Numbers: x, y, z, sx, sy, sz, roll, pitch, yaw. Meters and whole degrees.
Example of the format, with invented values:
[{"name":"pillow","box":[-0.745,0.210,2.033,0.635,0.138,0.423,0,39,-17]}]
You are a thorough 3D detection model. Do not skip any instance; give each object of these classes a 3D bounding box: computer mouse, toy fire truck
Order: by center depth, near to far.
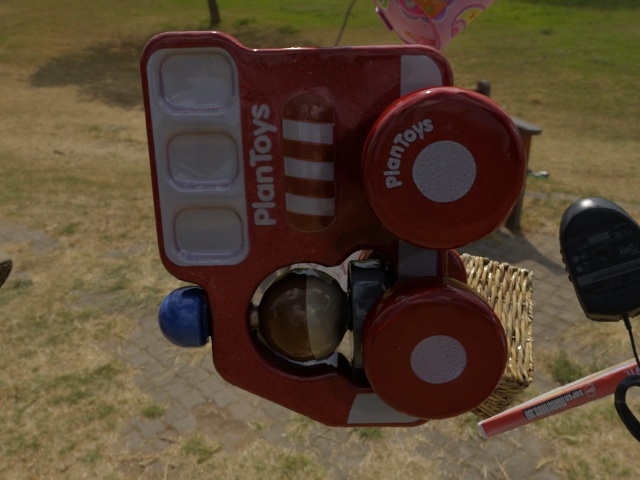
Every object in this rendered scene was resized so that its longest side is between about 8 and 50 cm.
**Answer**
[{"name":"toy fire truck","box":[0.000,0.000,0.449,0.254,0.302,0.169,0,17,2]},{"name":"computer mouse","box":[0.270,0.077,0.513,0.071,0.242,0.041,-18,0,21]}]

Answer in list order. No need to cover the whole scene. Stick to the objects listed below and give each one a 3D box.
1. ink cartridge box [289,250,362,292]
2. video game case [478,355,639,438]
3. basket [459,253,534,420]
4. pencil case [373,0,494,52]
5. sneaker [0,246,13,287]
[{"name":"ink cartridge box","box":[0.046,0.003,0.809,0.181,0.224,0.056,28,-8,-30]},{"name":"video game case","box":[0.363,0.181,0.753,0.204,0.285,0.025,-8,65,-34]},{"name":"basket","box":[0.332,0.212,1.301,0.213,0.223,0.299,13,52,3]},{"name":"pencil case","box":[0.184,-0.349,0.670,0.284,0.124,0.124,-48,36,-1]},{"name":"sneaker","box":[-0.243,0.031,0.292,0.071,0.066,0.188,36,15,-2]}]
